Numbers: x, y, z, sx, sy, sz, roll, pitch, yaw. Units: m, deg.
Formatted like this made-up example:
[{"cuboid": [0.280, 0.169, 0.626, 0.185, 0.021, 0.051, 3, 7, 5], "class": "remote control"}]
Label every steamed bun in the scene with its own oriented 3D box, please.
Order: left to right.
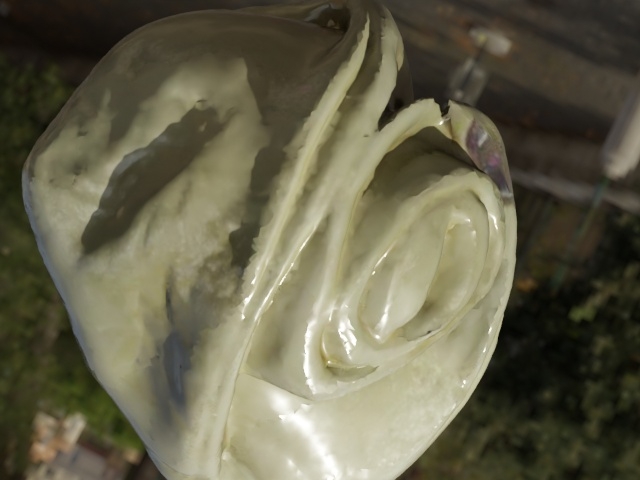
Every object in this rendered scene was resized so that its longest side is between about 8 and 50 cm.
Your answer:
[{"cuboid": [0.000, 0.000, 1.224, 0.255, 0.342, 0.367, -2, 131, 40], "class": "steamed bun"}]
